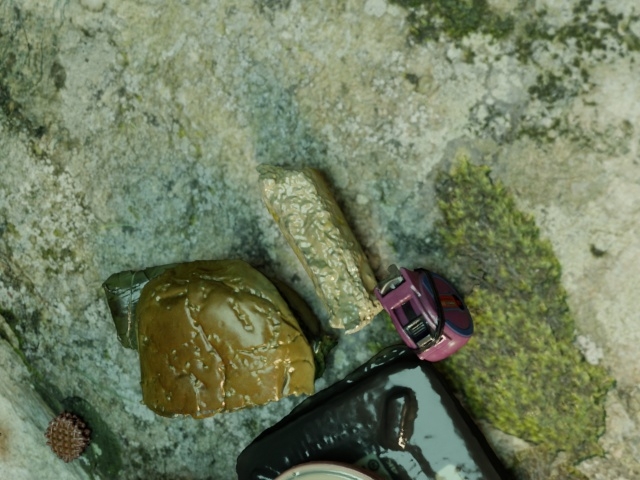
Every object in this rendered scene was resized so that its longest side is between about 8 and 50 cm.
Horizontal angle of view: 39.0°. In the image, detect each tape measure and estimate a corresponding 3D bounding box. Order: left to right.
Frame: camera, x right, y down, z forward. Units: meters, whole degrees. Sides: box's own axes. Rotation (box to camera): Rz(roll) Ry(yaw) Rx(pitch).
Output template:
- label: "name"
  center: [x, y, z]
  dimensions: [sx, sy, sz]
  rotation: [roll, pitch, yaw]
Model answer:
- label: "tape measure"
  center: [0.134, 0.090, 1.146]
  dimensions: [0.074, 0.118, 0.125]
  rotation: [-37, 66, 26]

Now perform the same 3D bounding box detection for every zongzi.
- label: "zongzi"
  center: [-0.247, 0.115, 1.353]
  dimensions: [0.130, 0.062, 0.154]
  rotation: [-11, 100, 13]

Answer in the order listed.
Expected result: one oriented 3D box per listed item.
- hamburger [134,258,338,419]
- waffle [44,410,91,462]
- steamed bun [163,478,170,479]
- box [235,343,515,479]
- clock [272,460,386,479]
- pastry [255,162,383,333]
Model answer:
- label: "hamburger"
  center: [-0.139, 0.127, 1.263]
  dimensions: [0.309, 0.132, 0.211]
  rotation: [-6, 98, 26]
- label: "waffle"
  center: [-0.412, 0.320, 1.468]
  dimensions: [0.075, 0.029, 0.083]
  rotation: [46, 115, 11]
- label: "steamed bun"
  center: [-0.213, 0.514, 1.302]
  dimensions: [0.334, 0.233, 0.312]
  rotation: [9, 104, 41]
- label: "box"
  center: [0.088, 0.360, 1.224]
  dimensions: [0.350, 0.091, 0.359]
  rotation: [-35, 86, 24]
- label: "clock"
  center: [0.023, 0.402, 1.180]
  dimensions: [0.244, 0.056, 0.244]
  rotation: [4, 101, 20]
- label: "pastry"
  center: [0.001, 0.003, 1.198]
  dimensions: [0.089, 0.121, 0.258]
  rotation: [-27, 80, -1]
